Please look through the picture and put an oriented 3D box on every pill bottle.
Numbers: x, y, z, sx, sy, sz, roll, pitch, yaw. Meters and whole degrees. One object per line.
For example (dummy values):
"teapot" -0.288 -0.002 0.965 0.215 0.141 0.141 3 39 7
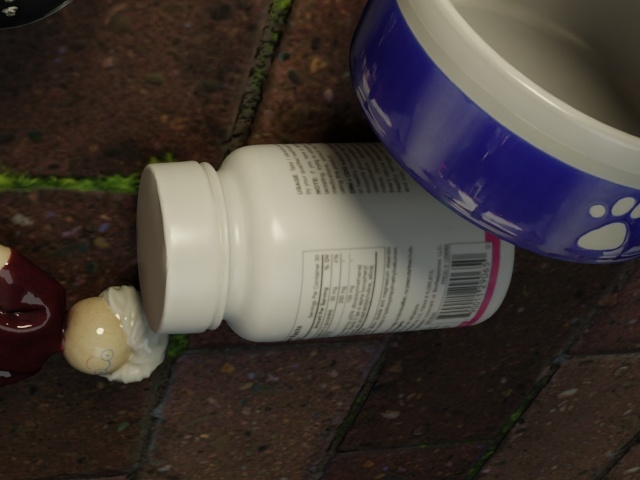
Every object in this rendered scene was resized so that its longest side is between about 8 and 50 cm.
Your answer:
"pill bottle" 0.000 0.000 0.858 0.283 0.160 0.160 -2 140 -19

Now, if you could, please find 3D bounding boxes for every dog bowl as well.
"dog bowl" 0.156 -0.116 0.692 0.265 0.265 0.104 4 139 -26

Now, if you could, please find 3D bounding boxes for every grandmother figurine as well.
"grandmother figurine" -0.297 0.075 0.885 0.342 0.104 0.208 6 145 -24

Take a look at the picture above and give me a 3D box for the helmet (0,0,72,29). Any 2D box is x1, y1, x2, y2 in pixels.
"helmet" -0.192 -0.201 0.532 0.169 0.169 0.161 -33 156 19
